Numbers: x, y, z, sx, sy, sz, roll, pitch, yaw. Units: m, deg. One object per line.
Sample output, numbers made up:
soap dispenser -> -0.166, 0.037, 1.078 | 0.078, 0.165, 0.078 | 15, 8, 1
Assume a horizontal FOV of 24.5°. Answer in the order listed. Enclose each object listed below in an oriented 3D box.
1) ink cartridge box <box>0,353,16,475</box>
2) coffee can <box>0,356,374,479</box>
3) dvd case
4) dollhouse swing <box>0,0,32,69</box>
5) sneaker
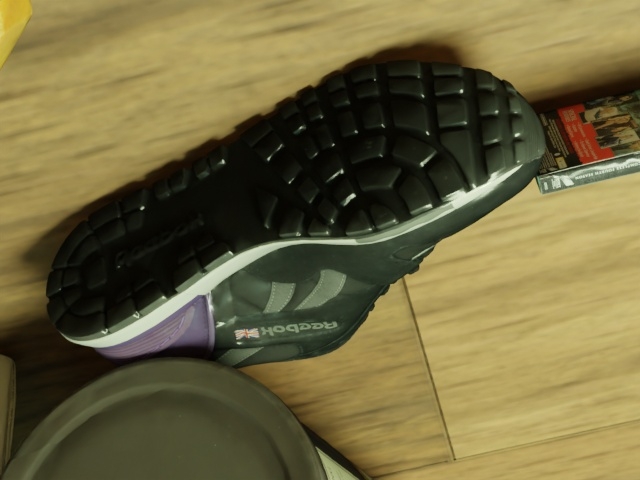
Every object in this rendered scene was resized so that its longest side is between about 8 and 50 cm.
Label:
ink cartridge box -> -0.350, 0.167, 0.879 | 0.226, 0.131, 0.306 | 24, 128, -27
coffee can -> -0.040, 0.209, 0.856 | 0.201, 0.202, 0.275 | -21, 149, 13
dvd case -> 0.165, -0.058, 0.760 | 0.119, 0.087, 0.013 | -14, 114, 5
dollhouse swing -> -0.343, -0.072, 0.522 | 0.305, 0.315, 0.347 | 45, 124, 8
sneaker -> 0.000, 0.000, 0.799 | 0.283, 0.107, 0.124 | -21, 142, 22
